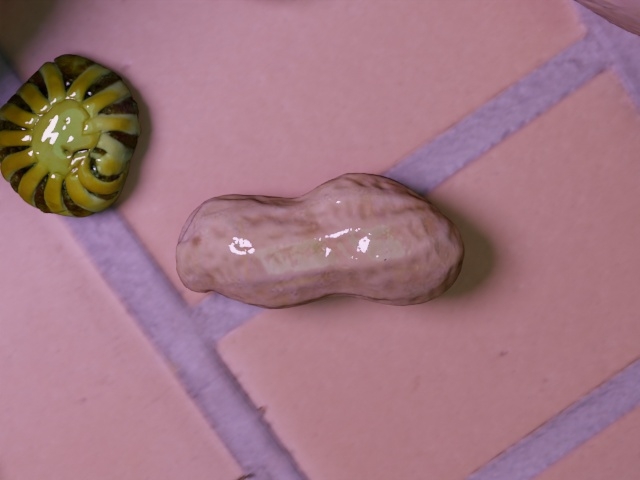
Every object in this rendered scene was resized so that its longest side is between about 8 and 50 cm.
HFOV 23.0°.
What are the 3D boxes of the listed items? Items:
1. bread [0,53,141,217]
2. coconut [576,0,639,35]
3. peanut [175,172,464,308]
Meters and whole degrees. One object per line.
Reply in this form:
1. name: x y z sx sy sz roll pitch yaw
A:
1. bread: -0.221 -0.090 1.388 0.130 0.071 0.139 36 94 -5
2. coconut: 0.276 -0.370 1.253 0.415 0.344 0.415 -6 102 -32
3. peanut: 0.000 0.000 1.400 0.256 0.123 0.123 1 98 -1
